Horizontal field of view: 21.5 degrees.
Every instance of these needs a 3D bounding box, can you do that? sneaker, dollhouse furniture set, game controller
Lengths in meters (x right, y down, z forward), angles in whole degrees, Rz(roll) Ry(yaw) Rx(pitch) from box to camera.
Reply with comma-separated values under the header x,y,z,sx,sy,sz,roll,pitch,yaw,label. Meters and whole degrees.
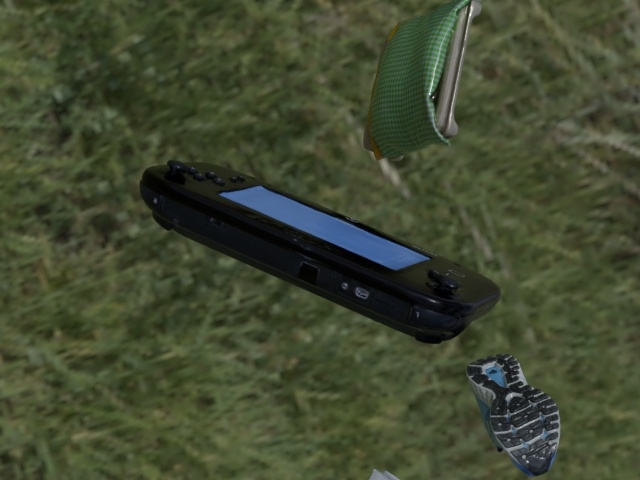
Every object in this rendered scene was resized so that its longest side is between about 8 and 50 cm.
x,y,z,sx,sy,sz,roll,pitch,yaw,label
0.186,0.172,1.574,0.162,0.063,0.073,-111,-175,-61,sneaker
0.068,-0.248,1.788,0.151,0.197,0.302,14,81,-14,dollhouse furniture set
0.000,0.000,1.476,0.166,0.319,0.067,-30,140,-62,game controller

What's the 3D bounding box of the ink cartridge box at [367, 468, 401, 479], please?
x,y,z,sx,sy,sz,roll,pitch,yaw,label
0.055,0.372,1.356,0.129,0.223,0.307,37,84,-33,ink cartridge box
